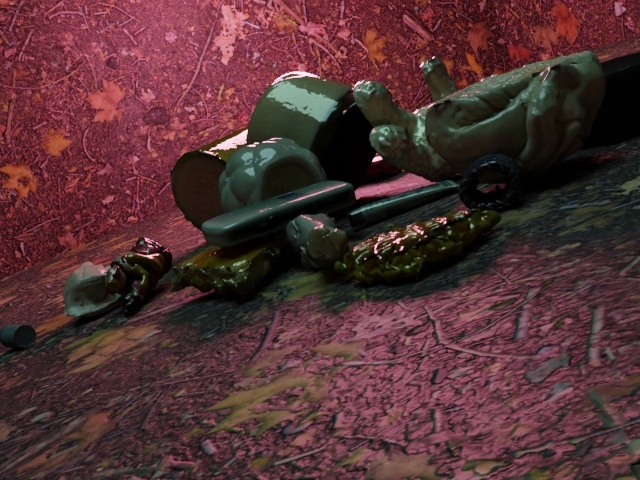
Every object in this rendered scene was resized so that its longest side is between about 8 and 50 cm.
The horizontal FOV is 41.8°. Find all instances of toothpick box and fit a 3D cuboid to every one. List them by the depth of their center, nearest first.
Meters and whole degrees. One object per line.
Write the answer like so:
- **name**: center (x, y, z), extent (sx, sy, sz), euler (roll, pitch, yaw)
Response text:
- **toothpick box**: center (-0.654, 0.206, 1.808), extent (0.083, 0.052, 0.052), euler (-7, 17, 48)

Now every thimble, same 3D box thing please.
- **thimble**: center (0.289, -0.097, 1.422), extent (0.104, 0.095, 0.066), euler (0, 20, 23)

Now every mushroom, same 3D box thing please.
- **mushroom**: center (0.001, 0.002, 1.467), extent (0.099, 0.096, 0.278), euler (-30, 12, -4)

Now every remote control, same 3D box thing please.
- **remote control**: center (-0.082, -0.052, 1.618), extent (0.296, 0.056, 0.140), euler (-20, 13, -23)

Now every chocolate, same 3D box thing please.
- **chocolate**: center (-0.029, -0.270, 2.029), extent (0.326, 0.297, 0.314), euler (-58, -18, 14)

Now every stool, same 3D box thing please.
- **stool**: center (0.587, -0.284, 1.679), extent (0.232, 0.141, 0.232), euler (-19, 11, 4)

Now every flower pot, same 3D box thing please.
- **flower pot**: center (-0.098, -0.101, 1.795), extent (0.246, 0.246, 0.195), euler (-25, 8, -24)

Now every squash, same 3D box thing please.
- **squash**: center (-0.212, -0.183, 2.382), extent (0.263, 0.263, 0.384), euler (-13, 13, 36)

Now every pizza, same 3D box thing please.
- **pizza**: center (-0.162, 0.058, 1.572), extent (0.279, 0.075, 0.288), euler (-21, 14, -1)

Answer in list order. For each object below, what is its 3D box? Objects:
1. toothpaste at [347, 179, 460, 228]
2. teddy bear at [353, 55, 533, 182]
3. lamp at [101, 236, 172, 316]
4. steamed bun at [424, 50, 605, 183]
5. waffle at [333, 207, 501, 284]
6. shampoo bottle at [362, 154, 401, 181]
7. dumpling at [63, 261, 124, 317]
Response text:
- **toothpaste**: center (0.172, -0.080, 1.721), extent (0.239, 0.039, 0.062), euler (-20, 14, -6)
- **teddy bear**: center (0.326, -0.295, 1.820), extent (0.362, 0.328, 0.375), euler (-33, -35, 24)
- **lamp**: center (-0.407, 0.081, 1.813), extent (0.118, 0.118, 0.253), euler (-17, 19, 20)
- **steamed bun**: center (0.365, -0.207, 1.529), extent (0.319, 0.206, 0.275), euler (-12, 14, 21)
- **waffle**: center (0.147, 0.006, 1.309), extent (0.243, 0.059, 0.237), euler (-27, 9, -42)
- **shampoo bottle**: center (0.116, -0.197, 2.353), extent (0.102, 0.064, 0.260), euler (-29, 14, -38)
- **dumpling**: center (-0.505, 0.109, 1.879), extent (0.136, 0.118, 0.199), euler (-7, 38, -1)
